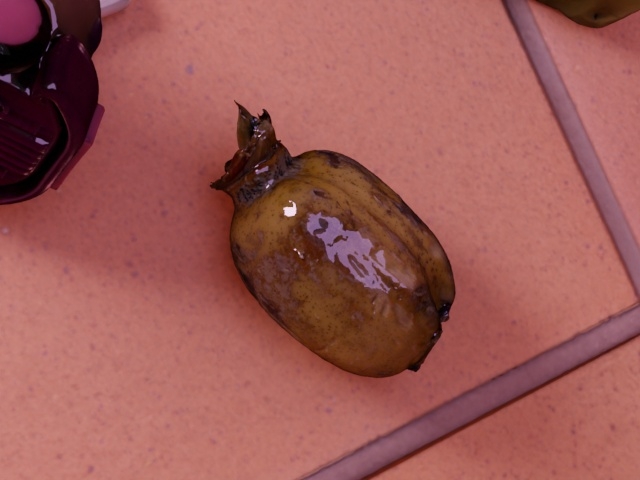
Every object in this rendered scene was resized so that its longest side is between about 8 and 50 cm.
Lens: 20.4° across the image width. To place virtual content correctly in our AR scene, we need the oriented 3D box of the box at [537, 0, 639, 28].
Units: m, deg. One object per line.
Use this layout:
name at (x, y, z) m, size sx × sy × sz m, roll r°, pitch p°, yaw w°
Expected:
box at (0.177, -0.456, 1.641) m, size 0.373 × 0.138 × 0.420 m, roll 21°, pitch 75°, yaw -15°

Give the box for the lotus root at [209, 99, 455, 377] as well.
lotus root at (-0.001, 0.001, 1.512) m, size 0.278 × 0.154 × 0.154 m, roll 45°, pitch 71°, yaw -10°

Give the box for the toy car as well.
toy car at (-0.319, -0.195, 1.386) m, size 0.340 × 0.271 × 0.240 m, roll 28°, pitch 54°, yaw -17°

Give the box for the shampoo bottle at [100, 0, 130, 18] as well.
shampoo bottle at (-0.220, -0.209, 1.513) m, size 0.099 × 0.043 × 0.072 m, roll -33°, pitch 93°, yaw -20°
